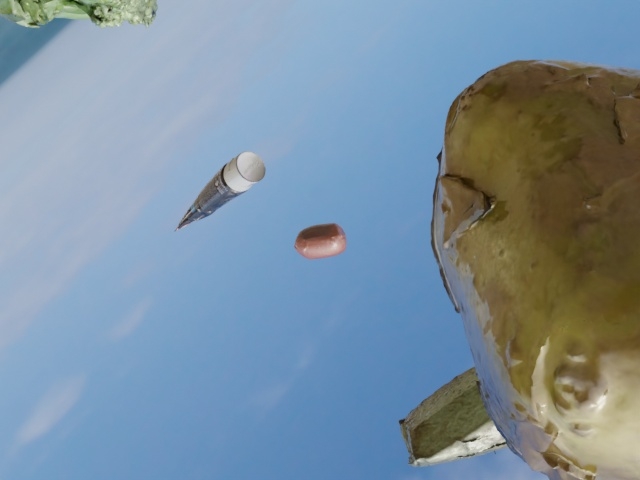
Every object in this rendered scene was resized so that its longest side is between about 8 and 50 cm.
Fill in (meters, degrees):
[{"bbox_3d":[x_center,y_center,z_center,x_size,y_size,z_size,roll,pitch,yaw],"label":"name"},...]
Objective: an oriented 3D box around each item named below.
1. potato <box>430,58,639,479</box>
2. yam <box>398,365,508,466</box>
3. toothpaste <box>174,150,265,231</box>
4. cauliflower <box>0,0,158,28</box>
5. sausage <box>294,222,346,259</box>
[{"bbox_3d":[0.207,0.005,0.641,0.247,0.299,0.196,-13,171,-15],"label":"potato"},{"bbox_3d":[0.217,0.187,1.179,0.259,0.106,0.106,-12,-160,1],"label":"yam"},{"bbox_3d":[-0.141,-0.068,1.413,0.193,0.045,0.071,-31,-157,50],"label":"toothpaste"},{"bbox_3d":[-0.369,-0.391,1.501,0.250,0.275,0.272,-35,-130,2],"label":"cauliflower"},{"bbox_3d":[0.000,0.000,1.766,0.094,0.054,0.059,-8,-125,21],"label":"sausage"}]
